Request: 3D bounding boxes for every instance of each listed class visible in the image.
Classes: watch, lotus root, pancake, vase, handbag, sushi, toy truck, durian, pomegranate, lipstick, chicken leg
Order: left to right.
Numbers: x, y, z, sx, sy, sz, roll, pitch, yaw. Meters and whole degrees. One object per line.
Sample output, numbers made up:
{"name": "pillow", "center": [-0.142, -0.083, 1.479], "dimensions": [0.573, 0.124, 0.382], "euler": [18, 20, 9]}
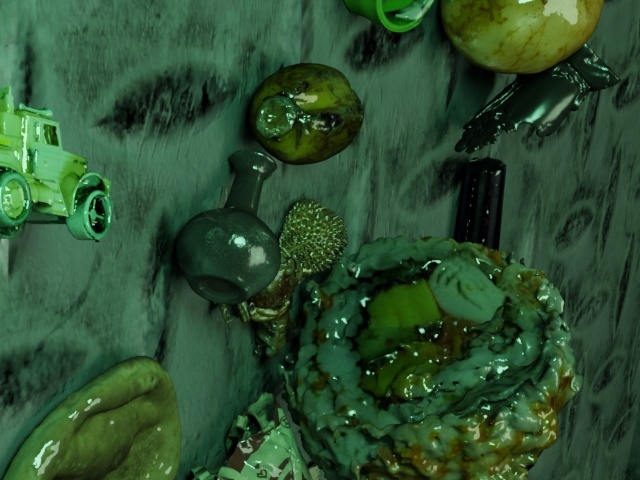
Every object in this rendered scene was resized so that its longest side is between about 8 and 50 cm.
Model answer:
{"name": "toy truck", "center": [-0.281, -0.072, 1.205], "dimensions": [0.259, 0.128, 0.135], "euler": [21, 71, -64]}
{"name": "pancake", "center": [-0.240, 0.263, 1.545], "dimensions": [0.294, 0.049, 0.295], "euler": [-42, 141, -47]}
{"name": "vase", "center": [-0.095, -0.021, 1.620], "dimensions": [0.120, 0.120, 0.183], "euler": [66, 31, -52]}
{"name": "handbag", "center": [-0.084, 0.338, 1.815], "dimensions": [0.213, 0.127, 0.235], "euler": [-55, 136, -37]}
{"name": "chicken leg", "center": [-0.067, 0.067, 1.762], "dimensions": [0.125, 0.080, 0.196], "euler": [-58, 158, -11]}
{"name": "lotus root", "center": [-0.015, -0.151, 1.689], "dimensions": [0.209, 0.120, 0.120], "euler": [-18, 120, -59]}
{"name": "durian", "center": [0.001, 0.003, 1.858], "dimensions": [0.140, 0.071, 0.111], "euler": [-24, 125, -64]}
{"name": "watch", "center": [0.096, -0.361, 1.817], "dimensions": [0.152, 0.131, 0.165], "euler": [-31, 138, -30]}
{"name": "sushi", "center": [0.135, 0.154, 1.834], "dimensions": [0.417, 0.417, 0.176], "euler": [-56, 146, -33]}
{"name": "lipstick", "center": [0.255, 0.062, 2.383], "dimensions": [0.077, 0.077, 0.419], "euler": [-34, 134, -53]}
{"name": "pomegranate", "center": [0.291, -0.353, 2.066], "dimensions": [0.248, 0.248, 0.248], "euler": [-40, 138, -49]}

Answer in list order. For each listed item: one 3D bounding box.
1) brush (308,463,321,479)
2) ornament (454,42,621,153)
{"name": "brush", "center": [-0.081, 0.401, 1.975], "dimensions": [0.314, 0.017, 0.090], "euler": [-28, 125, -56]}
{"name": "ornament", "center": [0.317, -0.219, 2.230], "dimensions": [0.260, 0.106, 0.251], "euler": [-40, -164, 6]}
